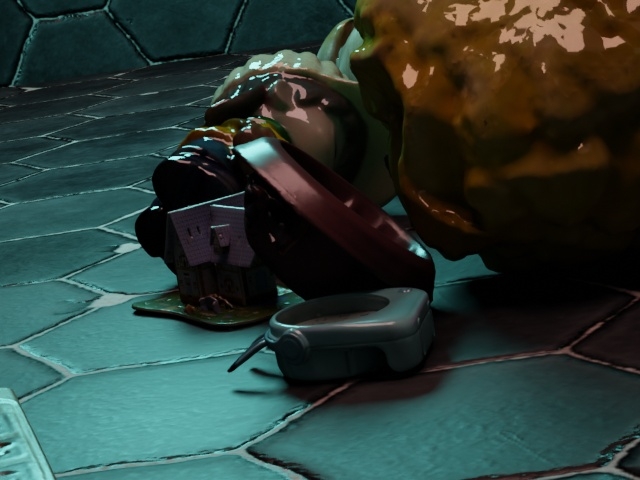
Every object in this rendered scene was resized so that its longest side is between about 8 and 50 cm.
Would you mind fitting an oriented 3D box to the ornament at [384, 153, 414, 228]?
[{"bbox_3d":[0.154,-0.064,1.844,0.081,0.088,0.203,-30,-14,31],"label":"ornament"}]

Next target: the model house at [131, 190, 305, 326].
[{"bbox_3d":[-0.084,0.013,1.588,0.117,0.088,0.167,-16,14,-33],"label":"model house"}]

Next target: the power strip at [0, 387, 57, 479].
[{"bbox_3d":[-0.211,0.147,1.152,0.080,0.048,0.286,-13,14,-14],"label":"power strip"}]

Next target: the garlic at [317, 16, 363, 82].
[{"bbox_3d":[0.095,-0.208,2.365,0.160,0.191,0.214,-38,32,-14],"label":"garlic"}]

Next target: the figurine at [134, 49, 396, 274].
[{"bbox_3d":[-0.072,-0.083,1.817,0.204,0.185,0.332,39,32,25],"label":"figurine"}]

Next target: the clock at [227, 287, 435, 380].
[{"bbox_3d":[0.006,0.070,1.352,0.147,0.045,0.108,-7,11,14],"label":"clock"}]

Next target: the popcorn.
[{"bbox_3d":[0.197,-0.123,1.557,0.349,0.349,0.381,-6,-26,15],"label":"popcorn"}]

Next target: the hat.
[{"bbox_3d":[0.000,0.000,1.461,0.089,0.205,0.205,-51,10,7],"label":"hat"}]
